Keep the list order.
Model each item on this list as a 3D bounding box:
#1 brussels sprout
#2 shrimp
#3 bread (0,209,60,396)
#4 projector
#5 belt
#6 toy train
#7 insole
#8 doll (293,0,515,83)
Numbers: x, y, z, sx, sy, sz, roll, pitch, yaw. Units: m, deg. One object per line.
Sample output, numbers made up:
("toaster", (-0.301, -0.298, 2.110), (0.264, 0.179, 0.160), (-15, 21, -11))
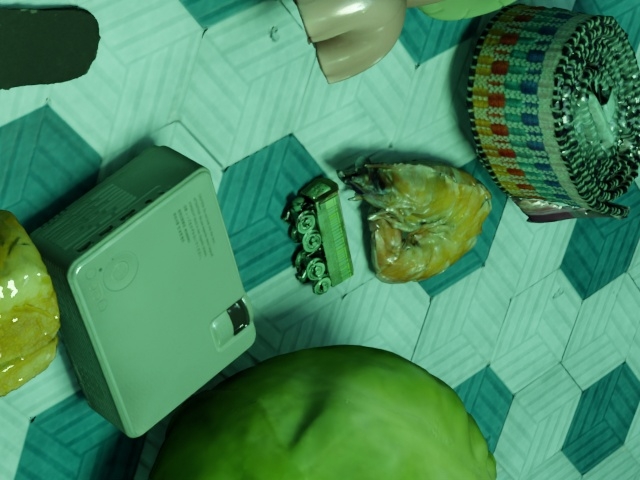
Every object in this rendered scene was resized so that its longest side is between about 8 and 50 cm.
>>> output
("brussels sprout", (-0.027, 0.308, 2.057), (0.361, 0.342, 0.425), (34, 83, -25))
("shrimp", (0.097, -0.025, 2.181), (0.317, 0.062, 0.164), (17, 103, -54))
("bread", (-0.380, 0.092, 1.667), (0.294, 0.132, 0.166), (-33, 136, -32))
("projector", (-0.180, 0.049, 1.890), (0.192, 0.099, 0.256), (-38, 137, -24))
("belt", (0.279, -0.157, 2.224), (0.295, 0.160, 0.206), (49, 58, -53))
("toy train", (0.000, 0.000, 2.106), (0.071, 0.038, 0.148), (-37, 138, -26))
("insole", (-0.319, -0.177, 1.653), (0.309, 0.012, 0.110), (-9, 120, -45))
("doll", (0.096, -0.299, 1.850), (0.268, 0.216, 0.284), (-19, 142, 6))
